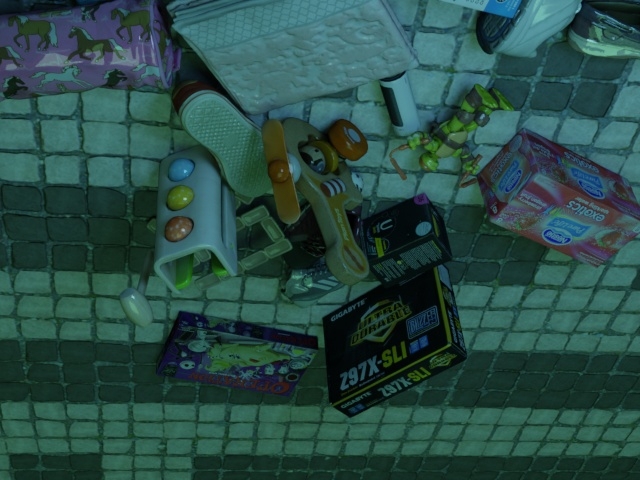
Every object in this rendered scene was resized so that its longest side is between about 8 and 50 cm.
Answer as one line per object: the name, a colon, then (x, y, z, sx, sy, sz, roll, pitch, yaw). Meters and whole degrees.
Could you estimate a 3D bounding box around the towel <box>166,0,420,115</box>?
towel: (-0.037, -0.330, 1.519, 0.332, 0.053, 0.317, -12, 154, 19)

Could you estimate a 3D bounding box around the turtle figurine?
turtle figurine: (0.261, -0.198, 1.747, 0.270, 0.087, 0.217, 14, 131, -43)

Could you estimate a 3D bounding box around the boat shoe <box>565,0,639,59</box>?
boat shoe: (0.575, -0.371, 1.593, 0.285, 0.102, 0.092, 3, 141, -1)

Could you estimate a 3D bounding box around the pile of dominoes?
pile of dominoes: (-0.210, -0.017, 1.911, 0.251, 0.040, 0.196, -25, 114, 17)

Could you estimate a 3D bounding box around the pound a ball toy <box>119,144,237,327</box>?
pound a ball toy: (-0.274, -0.020, 1.702, 0.208, 0.319, 0.135, -18, 135, 13)

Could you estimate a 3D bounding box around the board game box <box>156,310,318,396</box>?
board game box: (-0.202, 0.279, 2.219, 0.347, 0.056, 0.208, 12, 137, -18)

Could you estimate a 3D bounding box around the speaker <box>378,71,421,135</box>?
speaker: (0.146, -0.258, 1.693, 0.055, 0.055, 0.136, -14, 136, 8)

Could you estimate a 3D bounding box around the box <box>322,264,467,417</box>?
box: (0.156, 0.213, 2.037, 0.322, 0.257, 0.079, -31, 131, 25)

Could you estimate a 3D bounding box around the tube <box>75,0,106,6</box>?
tube: (-0.396, -0.449, 1.444, 0.080, 0.052, 0.207, -11, 142, 18)

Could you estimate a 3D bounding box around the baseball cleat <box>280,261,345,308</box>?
baseball cleat: (-0.002, 0.076, 2.012, 0.109, 0.072, 0.206, 36, 119, -27)

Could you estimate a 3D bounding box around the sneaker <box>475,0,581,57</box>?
sneaker: (0.390, -0.424, 1.533, 0.129, 0.111, 0.297, 8, 140, -36)

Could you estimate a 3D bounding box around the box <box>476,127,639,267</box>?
box: (0.485, -0.080, 1.851, 0.300, 0.142, 0.154, 22, 130, -26)

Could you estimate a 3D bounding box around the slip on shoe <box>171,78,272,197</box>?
slip on shoe: (-0.167, -0.189, 1.707, 0.123, 0.101, 0.331, -40, 144, 4)

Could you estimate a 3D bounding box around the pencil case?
pencil case: (-0.429, -0.304, 1.510, 0.386, 0.167, 0.160, -8, 107, 2)

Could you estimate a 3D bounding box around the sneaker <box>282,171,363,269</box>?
sneaker: (0.000, 0.000, 1.866, 0.106, 0.162, 0.281, 15, 132, -20)

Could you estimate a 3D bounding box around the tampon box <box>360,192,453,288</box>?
tampon box: (0.175, 0.000, 1.916, 0.161, 0.120, 0.101, -25, 134, 18)

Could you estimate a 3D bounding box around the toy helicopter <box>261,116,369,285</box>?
toy helicopter: (-0.002, -0.080, 1.645, 0.140, 0.355, 0.235, -37, 145, 29)

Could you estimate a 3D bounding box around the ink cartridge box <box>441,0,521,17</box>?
ink cartridge box: (0.206, -0.474, 1.393, 0.233, 0.168, 0.171, 9, 135, -15)
